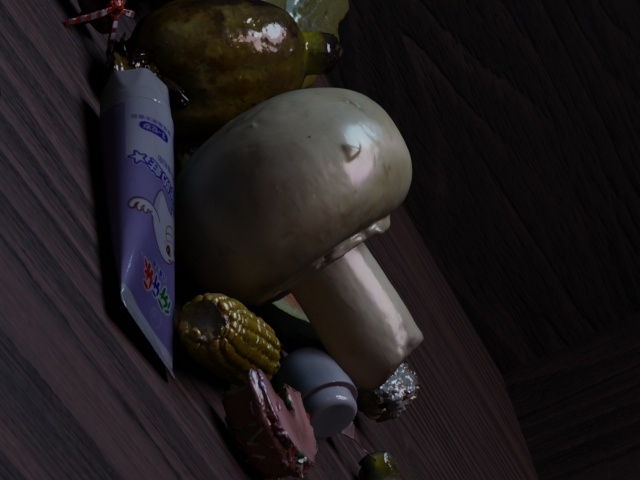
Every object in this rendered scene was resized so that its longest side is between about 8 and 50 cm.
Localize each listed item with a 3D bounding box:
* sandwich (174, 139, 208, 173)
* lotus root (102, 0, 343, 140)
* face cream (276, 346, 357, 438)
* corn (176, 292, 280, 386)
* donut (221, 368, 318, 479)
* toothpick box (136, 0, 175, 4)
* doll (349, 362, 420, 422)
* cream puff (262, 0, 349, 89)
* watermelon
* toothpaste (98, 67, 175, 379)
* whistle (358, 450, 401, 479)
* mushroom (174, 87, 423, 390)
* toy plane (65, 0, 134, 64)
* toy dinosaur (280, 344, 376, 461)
[{"bbox_3d":[-0.145,-0.131,2.107,0.088,0.090,0.244,82,-8,-58],"label":"sandwich"},{"bbox_3d":[-0.119,-0.205,1.997,0.141,0.314,0.169,45,-44,48],"label":"lotus root"},{"bbox_3d":[-0.006,0.182,2.033,0.095,0.091,0.091,59,4,37],"label":"face cream"},{"bbox_3d":[-0.094,0.104,1.759,0.238,0.080,0.080,53,13,-71],"label":"corn"},{"bbox_3d":[-0.051,0.204,1.787,0.117,0.065,0.166,69,10,19],"label":"donut"},{"bbox_3d":[-0.229,-0.461,2.300,0.294,0.192,0.192,61,8,16],"label":"toothpick box"},{"bbox_3d":[0.059,0.156,2.425,0.221,0.105,0.115,63,-28,0],"label":"doll"},{"bbox_3d":[-0.122,-0.372,2.529,0.257,0.291,0.324,23,-27,30],"label":"cream puff"},{"bbox_3d":[-0.031,0.094,2.118,0.231,0.128,0.146,55,-29,35],"label":"watermelon"},{"bbox_3d":[-0.185,-0.030,1.723,0.371,0.080,0.125,-97,167,-45],"label":"toothpaste"},{"bbox_3d":[0.109,0.411,2.149,0.068,0.057,0.326,54,13,-46],"label":"whistle"},{"bbox_3d":[0.000,0.000,1.892,0.336,0.314,0.314,53,10,-7],"label":"mushroom"},{"bbox_3d":[-0.268,-0.304,1.926,0.077,0.126,0.194,31,-9,33],"label":"toy plane"},{"bbox_3d":[0.005,0.213,2.176,0.220,0.032,0.108,55,13,-19],"label":"toy dinosaur"}]
